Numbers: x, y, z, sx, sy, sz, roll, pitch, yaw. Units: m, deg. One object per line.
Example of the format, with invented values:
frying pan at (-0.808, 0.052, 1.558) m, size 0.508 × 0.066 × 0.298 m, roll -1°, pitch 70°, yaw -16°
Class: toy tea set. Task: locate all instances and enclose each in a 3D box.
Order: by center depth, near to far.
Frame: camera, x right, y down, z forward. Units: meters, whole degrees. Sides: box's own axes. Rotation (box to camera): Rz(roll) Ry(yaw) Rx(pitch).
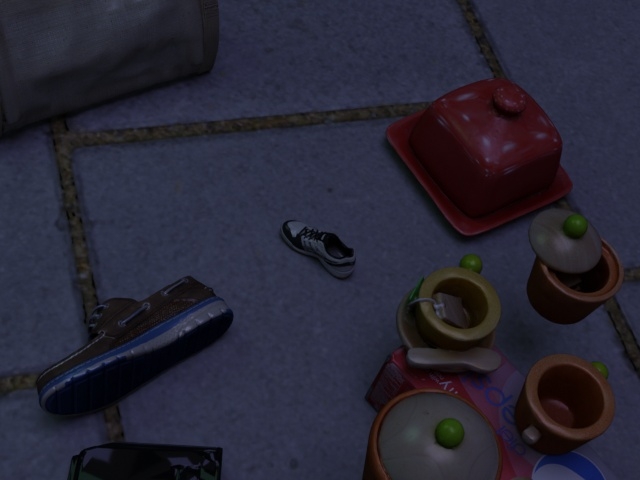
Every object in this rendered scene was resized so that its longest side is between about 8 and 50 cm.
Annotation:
toy tea set at (0.148, 0.098, 0.767) m, size 0.200 × 0.124 × 0.336 m, roll 16°, pitch 55°, yaw -1°

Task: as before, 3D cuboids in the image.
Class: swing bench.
swing bench at (-0.266, -0.266, 1.004) m, size 0.253 × 0.165 × 0.255 m, roll -24°, pitch 65°, yaw -26°

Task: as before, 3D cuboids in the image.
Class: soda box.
soda box at (0.161, 0.187, 0.839) m, size 0.092 × 0.083 × 0.263 m, roll -31°, pitch 68°, yaw -29°

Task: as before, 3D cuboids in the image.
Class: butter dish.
butter dish at (0.175, -0.109, 1.024) m, size 0.160 × 0.118 × 0.160 m, roll -22°, pitch 64°, yaw -25°

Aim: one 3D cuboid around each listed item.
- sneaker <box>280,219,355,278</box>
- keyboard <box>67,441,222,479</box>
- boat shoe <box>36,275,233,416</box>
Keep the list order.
sneaker at (0.000, 0.000, 0.959) m, size 0.083 × 0.037 × 0.032 m, roll 32°, pitch 57°, yaw 11°
keyboard at (-0.104, 0.300, 0.733) m, size 0.201 × 0.033 × 0.317 m, roll 4°, pitch 56°, yaw -2°
boat shoe at (-0.165, 0.086, 0.852) m, size 0.183 × 0.066 × 0.066 m, roll -24°, pitch 59°, yaw -37°
